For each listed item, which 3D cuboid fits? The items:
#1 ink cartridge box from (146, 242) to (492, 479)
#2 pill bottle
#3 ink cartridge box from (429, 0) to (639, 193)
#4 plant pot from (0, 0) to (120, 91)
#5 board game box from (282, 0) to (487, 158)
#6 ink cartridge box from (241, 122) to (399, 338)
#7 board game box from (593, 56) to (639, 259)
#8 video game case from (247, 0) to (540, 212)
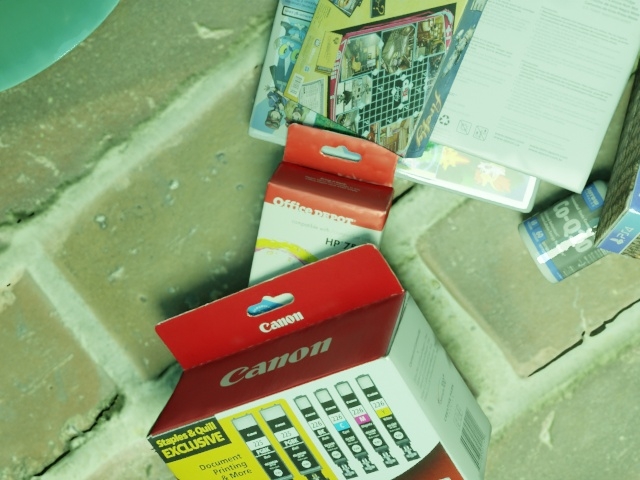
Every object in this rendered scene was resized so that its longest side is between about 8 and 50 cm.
[{"bbox_3d":[-0.016,0.183,1.272,0.309,0.130,0.272,-23,113,26],"label":"ink cartridge box"},{"bbox_3d":[0.291,-0.018,1.268,0.137,0.078,0.078,-31,96,14],"label":"pill bottle"},{"bbox_3d":[0.208,-0.189,1.223,0.223,0.045,0.224,20,104,4],"label":"ink cartridge box"},{"bbox_3d":[-0.370,-0.321,1.204,0.293,0.293,0.235,-39,79,14],"label":"plant pot"},{"bbox_3d":[0.075,-0.227,1.200,0.165,0.042,0.243,31,108,27],"label":"board game box"},{"bbox_3d":[0.000,0.000,1.297,0.134,0.078,0.231,14,115,5],"label":"ink cartridge box"},{"bbox_3d":[0.448,-0.075,1.153,0.291,0.141,0.232,17,75,5],"label":"board game box"},{"bbox_3d":[0.112,-0.215,1.274,0.329,0.036,0.300,16,104,4],"label":"video game case"}]
